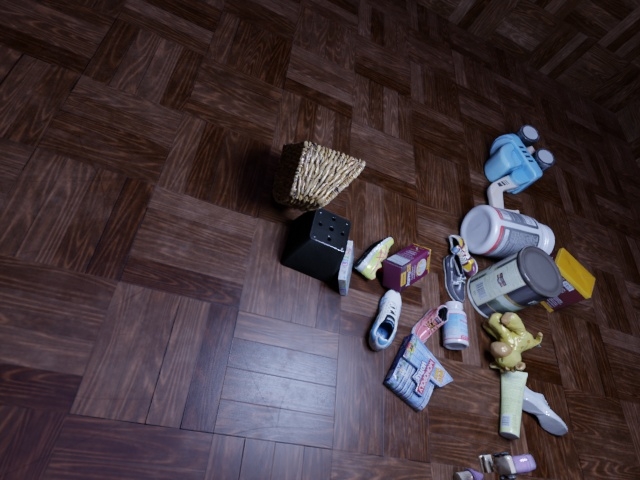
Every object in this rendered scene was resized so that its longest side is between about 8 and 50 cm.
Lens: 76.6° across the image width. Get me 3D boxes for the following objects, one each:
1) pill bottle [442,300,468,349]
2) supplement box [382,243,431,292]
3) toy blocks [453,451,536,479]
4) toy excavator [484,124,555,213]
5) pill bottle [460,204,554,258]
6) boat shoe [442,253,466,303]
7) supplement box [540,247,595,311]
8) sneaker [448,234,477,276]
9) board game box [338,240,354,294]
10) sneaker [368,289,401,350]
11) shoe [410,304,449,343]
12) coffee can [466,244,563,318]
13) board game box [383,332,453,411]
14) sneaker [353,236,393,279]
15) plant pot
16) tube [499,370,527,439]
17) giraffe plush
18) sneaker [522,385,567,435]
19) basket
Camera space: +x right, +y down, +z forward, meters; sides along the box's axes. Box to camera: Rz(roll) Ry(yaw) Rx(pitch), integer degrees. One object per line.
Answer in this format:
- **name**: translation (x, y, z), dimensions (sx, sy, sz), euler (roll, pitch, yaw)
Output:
- **pill bottle**: translation (0.484, 0.305, 1.464), dimensions (0.087, 0.087, 0.160), euler (19, 56, -17)
- **supplement box**: translation (0.312, 0.095, 1.463), dimensions (0.188, 0.104, 0.080), euler (-24, 33, -38)
- **toy blocks**: translation (0.577, 0.757, 1.133), dimensions (0.260, 0.289, 0.309), euler (3, 60, -19)
- **toy excavator**: translation (0.918, -0.306, 1.994), dimensions (0.445, 0.222, 0.433), euler (-19, 73, -20)
- **pill bottle**: translation (0.804, -0.018, 1.739), dimensions (0.362, 0.210, 0.210), euler (11, 59, -22)
- **boat shoe**: translation (0.534, 0.148, 1.594), dimensions (0.075, 0.065, 0.206), euler (9, 60, -23)
- **supplement box**: translation (1.019, 0.174, 1.749), dimensions (0.191, 0.194, 0.129), euler (45, 52, 2)
- **sneaker**: translation (0.572, 0.061, 1.655), dimensions (0.083, 0.069, 0.186), euler (15, 47, -38)
- **board game box**: translation (0.087, 0.092, 1.369), dimensions (0.026, 0.103, 0.154), euler (6, 55, 11)
- **sneaker**: translation (0.230, 0.260, 1.360), dimensions (0.085, 0.086, 0.237), euler (32, 52, -6)
- **shoe**: translation (0.386, 0.293, 1.423), dimensions (0.063, 0.081, 0.178), euler (47, 52, 4)
- **coffee can**: translation (0.735, 0.167, 1.555), dimensions (0.201, 0.275, 0.202), euler (12, 58, -21)
- **board game box**: translation (0.328, 0.441, 1.323), dimensions (0.194, 0.060, 0.194), euler (39, 52, -2)
- **sneaker**: translation (0.208, 0.066, 1.471), dimensions (0.094, 0.081, 0.208), euler (50, 58, -4)
- **plant pot**: translation (0.000, 0.000, 1.336), dimensions (0.188, 0.167, 0.187), euler (23, 54, -13)
- **tube**: translation (0.674, 0.568, 1.428), dimensions (0.070, 0.062, 0.240), euler (29, 54, -7)
- **giraffe plush**: translation (0.681, 0.388, 1.478), dimensions (0.210, 0.181, 0.170), euler (33, 63, 15)
- **sneaker**: translation (0.809, 0.609, 1.474), dimensions (0.212, 0.080, 0.094), euler (42, 41, 1)
- **basket**: translation (-0.019, -0.196, 1.356), dimensions (0.223, 0.299, 0.214), euler (14, 96, -21)
